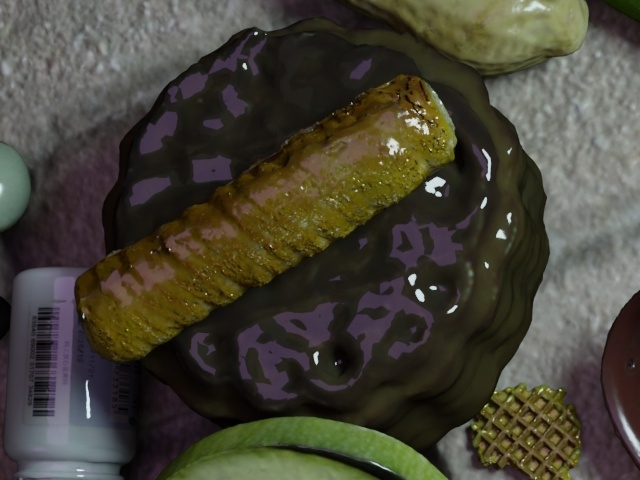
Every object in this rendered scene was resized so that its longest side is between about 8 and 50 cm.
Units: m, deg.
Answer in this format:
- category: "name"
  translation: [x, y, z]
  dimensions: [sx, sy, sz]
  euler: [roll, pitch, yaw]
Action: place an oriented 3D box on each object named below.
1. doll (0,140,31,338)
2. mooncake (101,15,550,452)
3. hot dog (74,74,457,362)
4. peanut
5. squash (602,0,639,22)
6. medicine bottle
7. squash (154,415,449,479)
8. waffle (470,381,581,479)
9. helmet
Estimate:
- category: "doll"
  translation: [-0.377, 0.035, 1.528]
  dimensions: [0.330, 0.235, 0.174]
  euler: [-59, 29, -9]
- category: "mooncake"
  translation: [0.002, 0.000, 1.426]
  dimensions: [0.324, 0.187, 0.324]
  euler: [-3, 77, 13]
- category: "hot dog"
  translation: [-0.040, -0.014, 1.309]
  dimensions: [0.289, 0.068, 0.083]
  euler: [-33, 77, 3]
- category: "peanut"
  translation: [0.093, -0.191, 1.483]
  dimensions: [0.229, 0.098, 0.103]
  euler: [31, 120, 15]
- category: "squash"
  translation: [0.287, -0.177, 1.431]
  dimensions: [0.292, 0.082, 0.082]
  euler: [31, 89, 22]
- category: "medicine bottle"
  translation: [-0.189, 0.118, 1.497]
  dimensions: [0.103, 0.103, 0.186]
  euler: [-1, 80, 15]
- category: "squash"
  translation: [-0.009, 0.225, 1.376]
  dimensions: [0.252, 0.049, 0.252]
  euler: [6, 125, 9]
- category: "waffle"
  translation: [0.152, 0.144, 1.448]
  dimensions: [0.085, 0.016, 0.078]
  euler: [7, 78, 15]
- category: "helmet"
  translation: [0.291, 0.107, 1.366]
  dimensions: [0.155, 0.106, 0.175]
  euler: [-36, 66, 44]
